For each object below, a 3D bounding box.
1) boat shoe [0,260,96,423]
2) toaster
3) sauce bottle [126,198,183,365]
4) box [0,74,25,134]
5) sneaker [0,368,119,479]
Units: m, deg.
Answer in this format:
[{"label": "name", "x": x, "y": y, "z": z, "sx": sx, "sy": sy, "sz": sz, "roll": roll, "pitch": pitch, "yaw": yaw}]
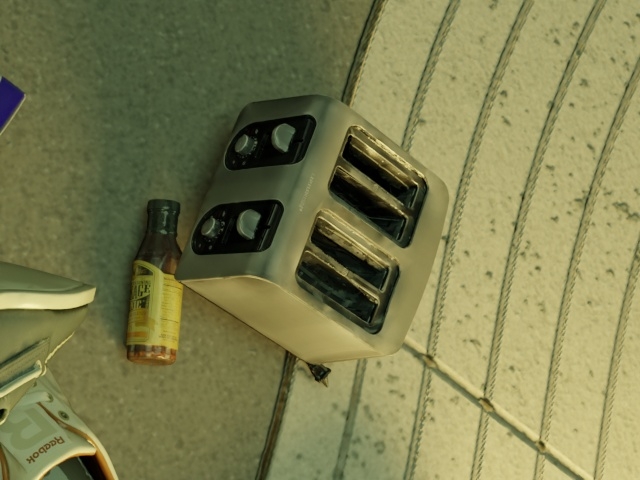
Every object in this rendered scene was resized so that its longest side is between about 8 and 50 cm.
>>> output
[{"label": "boat shoe", "x": -0.234, "y": 0.071, "z": 0.938, "sx": 0.116, "sy": 0.319, "sz": 0.099, "roll": 12, "pitch": 98, "yaw": 10}, {"label": "toaster", "x": 0.000, "y": 0.000, "z": 1.174, "sx": 0.186, "sy": 0.110, "sz": 0.168, "roll": 36, "pitch": 64, "yaw": -32}, {"label": "sauce bottle", "x": -0.127, "y": 0.032, "z": 1.162, "sx": 0.042, "sy": 0.042, "sz": 0.128, "roll": 9, "pitch": 74, "yaw": -24}, {"label": "box", "x": -0.295, "y": -0.105, "z": 1.056, "sx": 0.137, "sy": 0.126, "sz": 0.072, "roll": 37, "pitch": 68, "yaw": -16}, {"label": "sneaker", "x": -0.220, "y": 0.115, "z": 1.055, "sx": 0.106, "sy": 0.123, "sz": 0.290, "roll": -39, "pitch": 97, "yaw": -25}]
